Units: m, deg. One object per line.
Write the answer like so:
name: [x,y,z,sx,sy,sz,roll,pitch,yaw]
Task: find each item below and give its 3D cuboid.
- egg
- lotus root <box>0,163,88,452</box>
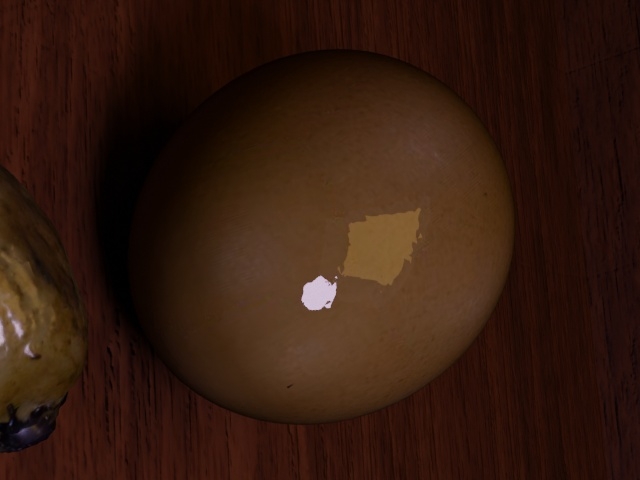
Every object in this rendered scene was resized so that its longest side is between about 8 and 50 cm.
egg: [0.000,0.000,1.149,0.322,0.250,0.250,-40,117,-57]
lotus root: [-0.199,0.012,0.854,0.214,0.138,0.138,59,29,-19]
